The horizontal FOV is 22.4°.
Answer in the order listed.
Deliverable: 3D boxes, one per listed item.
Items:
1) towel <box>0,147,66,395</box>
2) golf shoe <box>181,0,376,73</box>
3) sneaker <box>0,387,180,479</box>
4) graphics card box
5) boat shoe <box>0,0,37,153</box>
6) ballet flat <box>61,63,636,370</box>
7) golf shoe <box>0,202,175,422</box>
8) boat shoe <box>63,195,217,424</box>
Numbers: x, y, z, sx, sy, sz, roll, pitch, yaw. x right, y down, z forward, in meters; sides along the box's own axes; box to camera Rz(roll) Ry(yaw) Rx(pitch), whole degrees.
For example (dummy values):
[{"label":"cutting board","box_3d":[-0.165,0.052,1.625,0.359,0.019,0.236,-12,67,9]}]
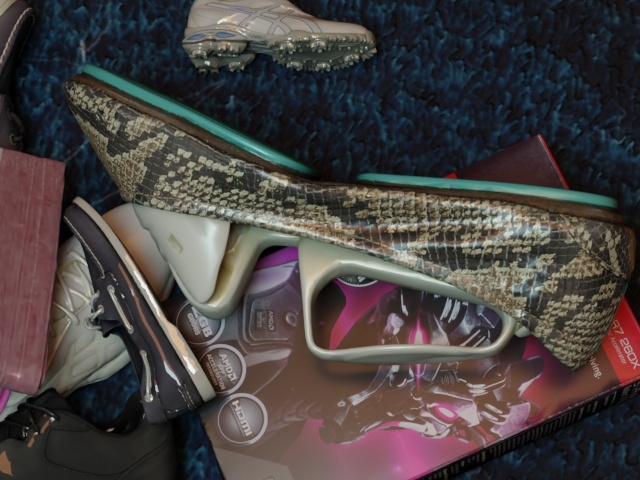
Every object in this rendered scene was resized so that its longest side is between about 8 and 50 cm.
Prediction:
[{"label":"towel","box_3d":[-0.369,-0.007,1.274,0.329,0.037,0.237,14,46,-17]},{"label":"golf shoe","box_3d":[-0.036,-0.200,1.463,0.176,0.069,0.086,2,70,3]},{"label":"sneaker","box_3d":[-0.247,0.188,1.304,0.286,0.109,0.130,-8,103,-29]},{"label":"graphics card box","box_3d":[0.071,0.090,1.366,0.371,0.094,0.232,-23,74,-1]},{"label":"boat shoe","box_3d":[-0.306,-0.082,1.438,0.092,0.103,0.285,22,78,-1]},{"label":"ballet flat","box_3d":[0.000,0.000,1.280,0.483,0.164,0.182,15,89,9]},{"label":"golf shoe","box_3d":[-0.235,0.080,1.368,0.115,0.140,0.306,39,80,14]},{"label":"boat shoe","box_3d":[-0.163,0.057,1.313,0.065,0.075,0.206,-33,75,-5]}]
